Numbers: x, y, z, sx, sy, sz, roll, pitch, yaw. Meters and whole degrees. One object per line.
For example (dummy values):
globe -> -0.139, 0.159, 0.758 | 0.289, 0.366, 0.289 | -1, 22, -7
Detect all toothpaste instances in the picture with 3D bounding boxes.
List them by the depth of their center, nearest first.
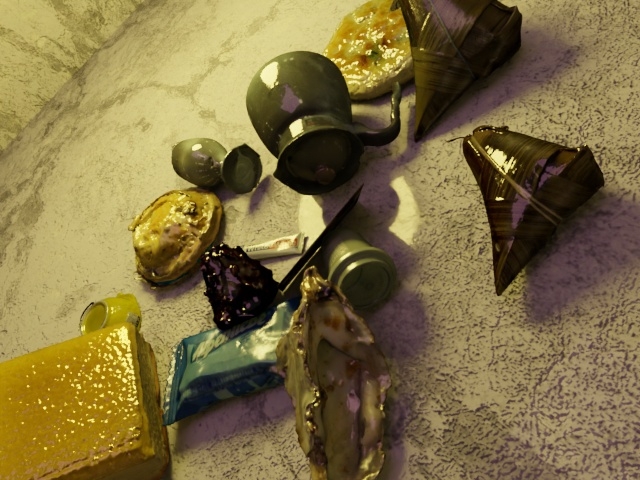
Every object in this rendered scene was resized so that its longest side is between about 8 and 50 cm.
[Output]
toothpaste -> -0.130, 0.020, 1.114 | 0.218, 0.033, 0.052 | -10, 57, 25

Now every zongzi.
zongzi -> 0.269, -0.066, 0.841 | 0.241, 0.111, 0.248 | -51, 39, 2
zongzi -> 0.202, -0.384, 1.053 | 0.286, 0.138, 0.300 | 43, 103, 14

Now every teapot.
teapot -> 0.013, -0.224, 1.108 | 0.223, 0.305, 0.285 | 114, 148, -47

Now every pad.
pad -> 0.000, 0.000, 0.968 | 0.003, 0.158, 0.235 | 39, 83, 5

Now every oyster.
oyster -> 0.012, 0.206, 0.783 | 0.341, 0.166, 0.110 | 65, 148, 26

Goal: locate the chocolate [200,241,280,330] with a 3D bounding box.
chocolate -> -0.171, 0.071, 0.994 | 0.156, 0.133, 0.156 | -30, 16, 9

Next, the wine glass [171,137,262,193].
wine glass -> -0.261, -0.186, 1.293 | 0.241, 0.126, 0.126 | 16, 69, 43

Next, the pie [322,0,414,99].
pie -> 0.142, -0.453, 1.233 | 0.338, 0.075, 0.337 | -17, 51, 23

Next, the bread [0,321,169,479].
bread -> -0.466, 0.333, 0.965 | 0.333, 0.143, 0.323 | -17, 44, -10

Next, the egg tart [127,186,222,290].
egg tart -> -0.363, -0.023, 1.258 | 0.291, 0.107, 0.290 | -20, 48, 24

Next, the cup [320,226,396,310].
cup -> 0.053, 0.042, 0.909 | 0.120, 0.120, 0.141 | -41, 35, 3

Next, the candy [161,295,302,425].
candy -> -0.157, 0.216, 0.959 | 0.331, 0.077, 0.187 | -22, 42, 19

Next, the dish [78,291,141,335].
dish -> -0.493, 0.189, 1.215 | 0.149, 0.080, 0.207 | -29, 47, 14
